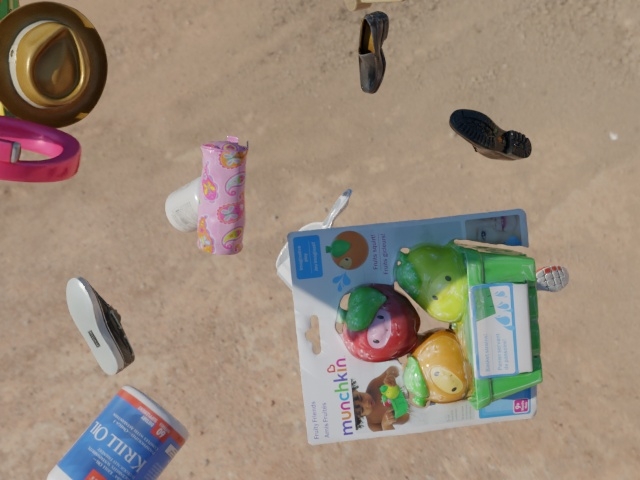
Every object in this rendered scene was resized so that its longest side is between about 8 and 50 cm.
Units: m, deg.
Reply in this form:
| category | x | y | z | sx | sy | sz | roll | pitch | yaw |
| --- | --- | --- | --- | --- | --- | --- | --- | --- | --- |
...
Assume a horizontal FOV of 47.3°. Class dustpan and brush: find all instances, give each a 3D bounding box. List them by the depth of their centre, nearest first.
| category | x | y | z | sx | sy | sz | roll | pitch | yaw |
| --- | --- | --- | --- | --- | --- | --- | --- | --- | --- |
| dustpan and brush | 0.000 | 0.000 | 1.322 | 0.211 | 0.060 | 0.147 | -49 | 41 | 2 |

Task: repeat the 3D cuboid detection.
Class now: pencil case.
| category | x | y | z | sx | sy | sz | roll | pitch | yaw |
| --- | --- | --- | --- | --- | --- | --- | --- | --- | --- |
| pencil case | -0.237 | -0.108 | 1.782 | 0.124 | 0.283 | 0.124 | 4 | 18 | -1 |

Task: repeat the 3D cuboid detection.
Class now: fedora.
| category | x | y | z | sx | sy | sz | roll | pitch | yaw |
| --- | --- | --- | --- | --- | --- | --- | --- | --- | --- |
| fedora | -0.405 | -0.266 | 1.112 | 0.194 | 0.194 | 0.079 | -47 | 31 | -16 |

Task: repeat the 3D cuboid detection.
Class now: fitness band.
| category | x | y | z | sx | sy | sz | roll | pitch | yaw |
| --- | --- | --- | --- | --- | --- | --- | --- | --- | --- |
| fitness band | -0.481 | -0.143 | 1.010 | 0.291 | 0.054 | 0.209 | 12 | 16 | -14 |

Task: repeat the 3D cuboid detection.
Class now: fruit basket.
| category | x | y | z | sx | sy | sz | roll | pitch | yaw |
| --- | --- | --- | --- | --- | --- | --- | --- | --- | --- |
| fruit basket | 0.142 | 0.130 | 1.068 | 0.354 | 0.326 | 0.165 | -6 | 7 | -8 |

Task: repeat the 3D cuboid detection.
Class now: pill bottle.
| category | x | y | z | sx | sy | sz | roll | pitch | yaw |
| --- | --- | --- | --- | --- | --- | --- | --- | --- | --- |
| pill bottle | -0.298 | 0.324 | 1.020 | 0.124 | 0.124 | 0.221 | 21 | 63 | 34 |
| pill bottle | -0.320 | -0.113 | 2.043 | 0.229 | 0.131 | 0.131 | -21 | 42 | 43 |

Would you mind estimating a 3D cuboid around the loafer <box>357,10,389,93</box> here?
| category | x | y | z | sx | sy | sz | roll | pitch | yaw |
| --- | --- | --- | --- | --- | --- | --- | --- | --- | --- |
| loafer | 0.098 | -0.387 | 1.517 | 0.062 | 0.169 | 0.061 | 19 | 27 | 37 |

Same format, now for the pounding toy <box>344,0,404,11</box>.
| category | x | y | z | sx | sy | sz | roll | pitch | yaw |
| --- | --- | --- | --- | --- | --- | --- | --- | --- | --- |
| pounding toy | 0.106 | -0.429 | 1.077 | 0.094 | 0.206 | 0.181 | -23 | 71 | -29 |

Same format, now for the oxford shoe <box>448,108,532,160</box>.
| category | x | y | z | sx | sy | sz | roll | pitch | yaw |
| --- | --- | --- | --- | --- | --- | --- | --- | --- | --- |
| oxford shoe | 0.380 | -0.236 | 1.716 | 0.096 | 0.227 | 0.082 | -16 | 55 | 59 |

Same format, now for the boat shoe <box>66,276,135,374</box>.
| category | x | y | z | sx | sy | sz | roll | pitch | yaw |
| --- | --- | --- | --- | --- | --- | --- | --- | --- | --- |
| boat shoe | -0.460 | 0.172 | 1.534 | 0.078 | 0.219 | 0.070 | -17 | 9 | 34 |

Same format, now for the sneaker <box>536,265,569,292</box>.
| category | x | y | z | sx | sy | sz | roll | pitch | yaw |
| --- | --- | --- | --- | --- | --- | --- | --- | --- | --- |
| sneaker | 0.472 | 0.087 | 1.614 | 0.158 | 0.061 | 0.065 | -11 | 8 | -17 |

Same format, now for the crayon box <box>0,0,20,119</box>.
| category | x | y | z | sx | sy | sz | roll | pitch | yaw |
| --- | --- | --- | --- | --- | --- | --- | --- | --- | --- |
| crayon box | -0.574 | -0.329 | 1.180 | 0.166 | 0.278 | 0.081 | -2 | 9 | 15 |
